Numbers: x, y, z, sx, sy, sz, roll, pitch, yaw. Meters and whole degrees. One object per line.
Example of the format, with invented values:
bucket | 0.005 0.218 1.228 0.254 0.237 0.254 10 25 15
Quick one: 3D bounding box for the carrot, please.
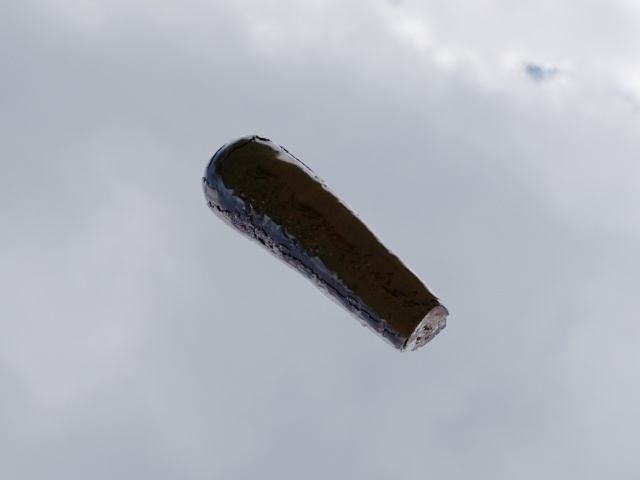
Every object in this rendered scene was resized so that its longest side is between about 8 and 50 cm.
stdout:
carrot | 0.000 0.000 0.783 0.055 0.055 0.161 -31 -122 -34
